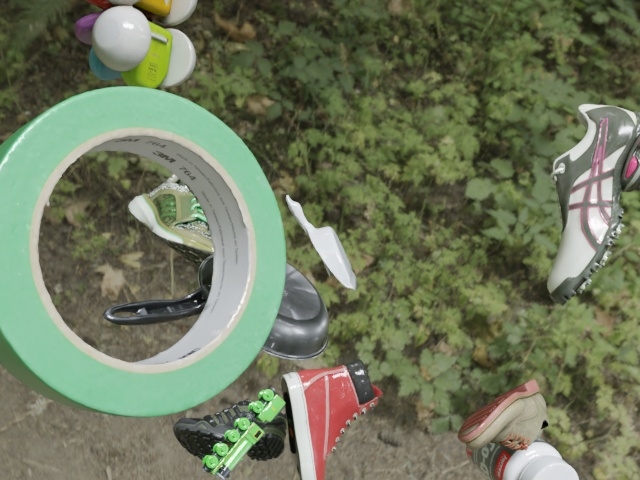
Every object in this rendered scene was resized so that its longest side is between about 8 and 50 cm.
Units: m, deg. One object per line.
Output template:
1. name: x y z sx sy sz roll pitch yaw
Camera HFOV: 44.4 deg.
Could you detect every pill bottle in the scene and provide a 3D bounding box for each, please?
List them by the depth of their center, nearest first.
1. pill bottle: 0.484 0.542 1.905 0.161 0.283 0.161 -3 101 -18

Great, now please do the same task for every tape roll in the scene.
1. tape roll: -0.183 0.012 0.784 0.321 0.077 0.321 6 80 -38

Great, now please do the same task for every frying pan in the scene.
1. frying pan: -0.118 0.057 0.990 0.326 0.053 0.197 20 28 -32

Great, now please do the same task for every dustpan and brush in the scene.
1. dustpan and brush: 0.000 0.000 1.507 0.060 0.147 0.211 -23 96 6

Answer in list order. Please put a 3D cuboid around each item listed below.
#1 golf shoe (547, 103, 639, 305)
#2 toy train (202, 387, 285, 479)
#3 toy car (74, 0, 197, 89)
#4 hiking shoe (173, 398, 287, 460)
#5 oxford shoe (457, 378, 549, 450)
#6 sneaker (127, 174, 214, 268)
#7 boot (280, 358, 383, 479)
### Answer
1. golf shoe: 0.348 -0.048 1.035 0.120 0.105 0.273 26 86 15
2. toy train: -0.059 0.151 0.611 0.023 0.017 0.083 44 66 -6
3. toy car: -0.241 -0.274 0.971 0.136 0.159 0.182 2 92 20
4. hiking shoe: -0.168 0.361 1.511 0.226 0.086 0.114 3 31 13
5. oxford shoe: 0.430 0.414 1.759 0.348 0.123 0.130 -12 69 -50
6. sneaker: -0.291 -0.062 1.772 0.182 0.158 0.410 -52 43 -5
7. boot: 0.033 0.336 1.379 0.176 0.088 0.244 -9 102 -16
